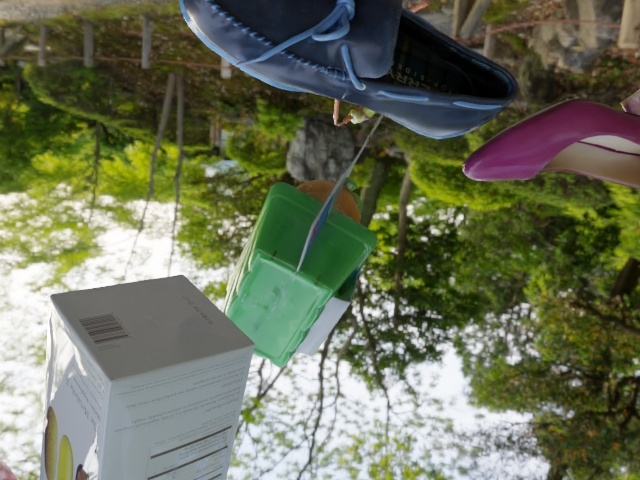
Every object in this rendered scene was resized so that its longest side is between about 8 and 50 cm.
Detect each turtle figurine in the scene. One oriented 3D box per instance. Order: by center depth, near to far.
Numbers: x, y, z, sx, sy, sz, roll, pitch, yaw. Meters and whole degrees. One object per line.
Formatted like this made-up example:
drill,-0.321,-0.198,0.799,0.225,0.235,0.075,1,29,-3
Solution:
turtle figurine,0.158,-0.296,1.093,0.217,0.269,0.087,-10,-125,-49

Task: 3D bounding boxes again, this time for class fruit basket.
fruit basket,0.000,0.000,0.889,0.165,0.327,0.353,33,-140,4

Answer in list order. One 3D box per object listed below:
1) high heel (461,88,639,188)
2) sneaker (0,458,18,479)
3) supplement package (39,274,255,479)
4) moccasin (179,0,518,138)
high heel,0.383,-0.099,0.819,0.377,0.181,0.127,-18,168,-11
sneaker,-0.405,0.308,0.694,0.136,0.314,0.116,30,-125,5
supplement package,-0.171,0.176,0.568,0.134,0.244,0.139,-7,-150,-41
moccasin,0.045,-0.202,0.579,0.342,0.137,0.117,11,171,-26
